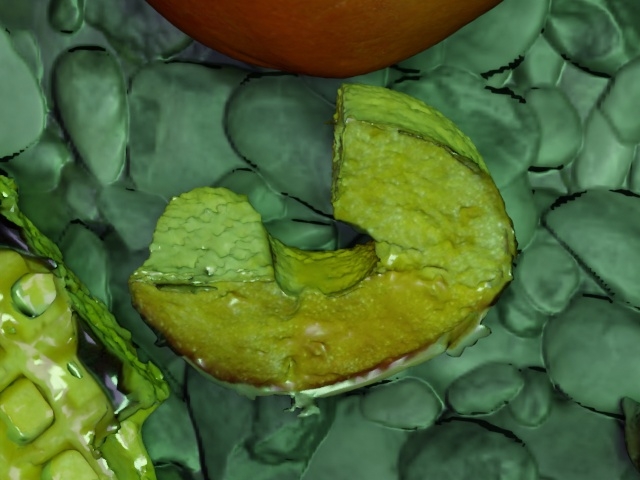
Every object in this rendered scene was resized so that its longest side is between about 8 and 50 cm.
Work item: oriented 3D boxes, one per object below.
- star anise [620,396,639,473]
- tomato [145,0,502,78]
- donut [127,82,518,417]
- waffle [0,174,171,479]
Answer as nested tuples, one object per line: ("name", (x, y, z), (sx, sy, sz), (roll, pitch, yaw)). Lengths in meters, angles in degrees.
("star anise", (0.252, 0.148, 0.560), (0.236, 0.109, 0.223), (5, 95, 15))
("tomato", (-0.011, -0.193, 0.529), (0.260, 0.180, 0.259), (2, 95, 20))
("donut", (0.009, 0.005, 0.590), (0.181, 0.078, 0.146), (-37, 122, 24))
("waffle", (-0.218, 0.086, 0.683), (0.312, 0.060, 0.307), (21, 105, 10))
